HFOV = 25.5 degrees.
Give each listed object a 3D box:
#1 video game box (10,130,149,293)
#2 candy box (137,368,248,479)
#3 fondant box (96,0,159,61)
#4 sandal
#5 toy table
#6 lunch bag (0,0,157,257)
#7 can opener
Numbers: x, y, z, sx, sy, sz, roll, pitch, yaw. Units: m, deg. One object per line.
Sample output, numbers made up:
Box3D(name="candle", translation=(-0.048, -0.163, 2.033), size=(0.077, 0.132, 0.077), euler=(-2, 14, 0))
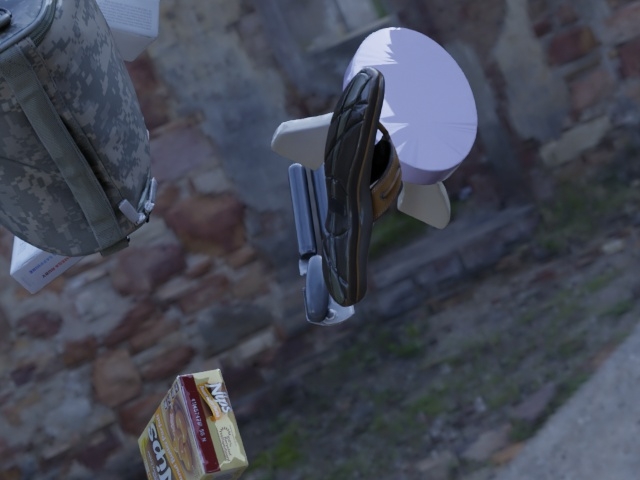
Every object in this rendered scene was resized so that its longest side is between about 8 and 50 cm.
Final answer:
Box3D(name="video game box", translation=(-0.290, -0.050, 1.723), size=(0.187, 0.048, 0.205), euler=(-37, 28, 14))
Box3D(name="candy box", translation=(-0.232, 0.376, 2.514), size=(0.087, 0.183, 0.316), euler=(-7, -25, -25))
Box3D(name="fondant box", translation=(-0.340, -0.428, 1.913), size=(0.238, 0.330, 0.096), euler=(9, -18, -27))
Box3D(name="sandal", translation=(0.043, -0.047, 1.275), size=(0.060, 0.219, 0.090), euler=(-2, 12, -19))
Box3D(name="toy table", translation=(0.084, -0.125, 1.770), size=(0.161, 0.252, 0.274), euler=(-56, 4, 38))
Box3D(name="lunch bag", translation=(-0.293, -0.147, 1.371), size=(0.212, 0.305, 0.256), euler=(-32, 49, -9))
Box3D(name="can opener", translation=(0.000, 0.000, 2.173), size=(0.074, 0.280, 0.093), euler=(-6, -28, -4))
